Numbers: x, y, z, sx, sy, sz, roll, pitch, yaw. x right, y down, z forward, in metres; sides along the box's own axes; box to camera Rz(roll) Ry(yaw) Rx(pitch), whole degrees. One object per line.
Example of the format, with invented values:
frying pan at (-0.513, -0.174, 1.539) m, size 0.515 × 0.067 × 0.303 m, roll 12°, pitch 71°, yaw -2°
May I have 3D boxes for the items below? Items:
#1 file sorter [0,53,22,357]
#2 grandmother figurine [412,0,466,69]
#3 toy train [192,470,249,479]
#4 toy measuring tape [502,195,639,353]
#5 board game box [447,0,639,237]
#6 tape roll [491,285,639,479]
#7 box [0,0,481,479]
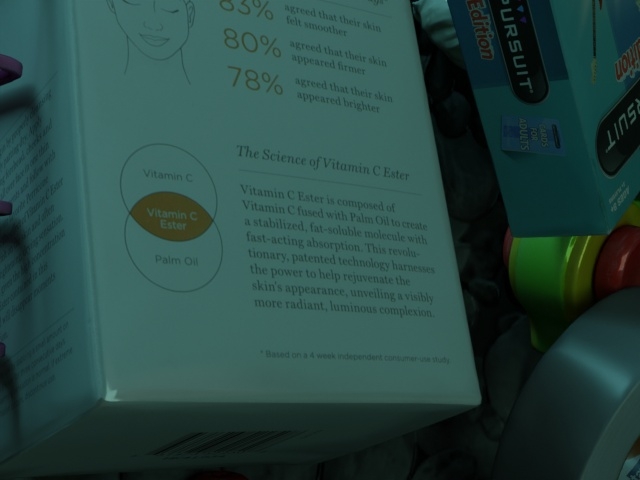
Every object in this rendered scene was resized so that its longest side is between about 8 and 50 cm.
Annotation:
file sorter at (-0.256, -0.086, 0.581) m, size 0.182 × 0.202 × 0.290 m, roll 4°, pitch 88°, yaw -37°
grandmother figurine at (0.107, -0.296, 0.884) m, size 0.208 × 0.104 × 0.342 m, roll -6°, pitch 91°, yaw -25°
toy train at (-0.114, 0.208, 0.706) m, size 0.248 × 0.143 × 0.105 m, roll 1°, pitch 89°, yaw -34°
toy measuring tape at (0.177, 0.069, 0.925) m, size 0.121 × 0.121 × 0.330 m, roll 27°, pitch 84°, yaw -31°
board game box at (0.179, -0.209, 0.839) m, size 0.254 × 0.079 × 0.336 m, roll -44°, pitch 122°, yaw -44°
tape roll at (0.227, 0.147, 0.893) m, size 0.219 × 0.072 × 0.219 m, roll -25°, pitch 131°, yaw -34°
box at (-0.070, -0.057, 0.659) m, size 0.215 × 0.168 × 0.345 m, roll 6°, pitch 67°, yaw -33°
